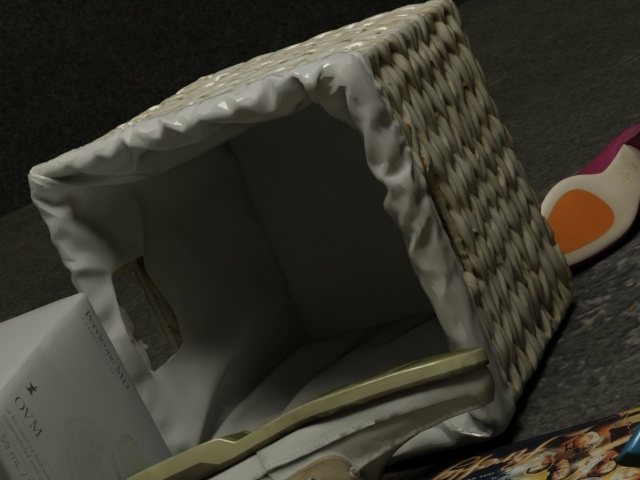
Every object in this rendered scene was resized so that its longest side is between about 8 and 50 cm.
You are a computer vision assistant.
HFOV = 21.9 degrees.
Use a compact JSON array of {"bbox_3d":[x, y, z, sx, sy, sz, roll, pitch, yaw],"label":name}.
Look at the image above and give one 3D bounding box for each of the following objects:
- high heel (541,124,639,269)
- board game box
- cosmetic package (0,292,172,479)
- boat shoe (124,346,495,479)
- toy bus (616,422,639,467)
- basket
[{"bbox_3d":[0.265,-0.034,1.609,0.244,0.082,0.117,-50,-7,-28],"label":"high heel"},{"bbox_3d":[0.167,0.166,1.075,0.243,0.042,0.165,-19,9,21],"label":"board game box"},{"bbox_3d":[-0.221,0.197,1.278,0.138,0.224,0.225,-21,16,18],"label":"cosmetic package"},{"bbox_3d":[0.002,0.170,1.224,0.302,0.103,0.113,-25,-8,21],"label":"boat shoe"},{"bbox_3d":[0.180,0.207,0.830,0.191,0.202,0.104,-35,-14,-12],"label":"toy bus"},{"bbox_3d":[0.000,0.000,1.395,0.331,0.328,0.266,-16,16,32],"label":"basket"}]
